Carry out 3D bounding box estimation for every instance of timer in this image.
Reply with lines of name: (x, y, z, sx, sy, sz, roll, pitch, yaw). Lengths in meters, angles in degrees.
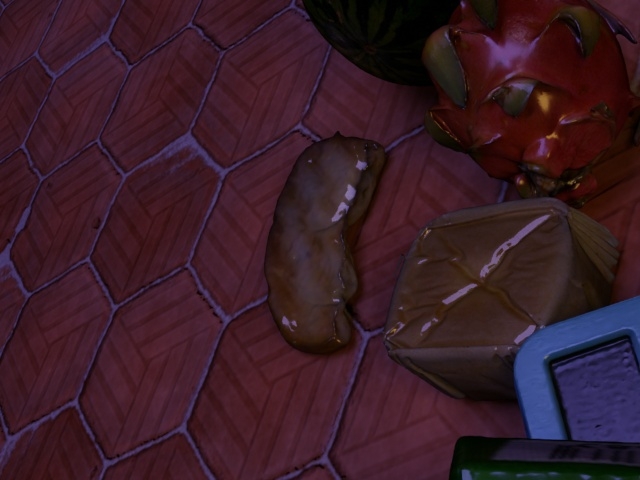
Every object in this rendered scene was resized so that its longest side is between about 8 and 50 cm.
timer: (0.287, 0.145, 0.843, 0.250, 0.091, 0.231, -16, 56, 8)

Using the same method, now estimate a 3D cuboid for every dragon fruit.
dragon fruit: (0.215, -0.155, 1.104, 0.224, 0.224, 0.227, -46, 47, 10)

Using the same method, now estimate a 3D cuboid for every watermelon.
watermelon: (0.111, -0.321, 1.262, 0.285, 0.285, 0.285, -24, 49, 31)

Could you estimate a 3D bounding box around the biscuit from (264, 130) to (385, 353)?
biscuit: (-0.003, 0.002, 1.336, 0.154, 0.045, 0.299, -9, 58, 39)

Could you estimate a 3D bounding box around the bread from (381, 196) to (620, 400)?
bread: (0.182, 0.060, 1.068, 0.210, 0.110, 0.192, -11, 50, 39)

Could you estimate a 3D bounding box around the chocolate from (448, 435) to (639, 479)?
chocolate: (0.241, 0.297, 0.668, 0.360, 0.161, 0.341, 0, 76, 17)
